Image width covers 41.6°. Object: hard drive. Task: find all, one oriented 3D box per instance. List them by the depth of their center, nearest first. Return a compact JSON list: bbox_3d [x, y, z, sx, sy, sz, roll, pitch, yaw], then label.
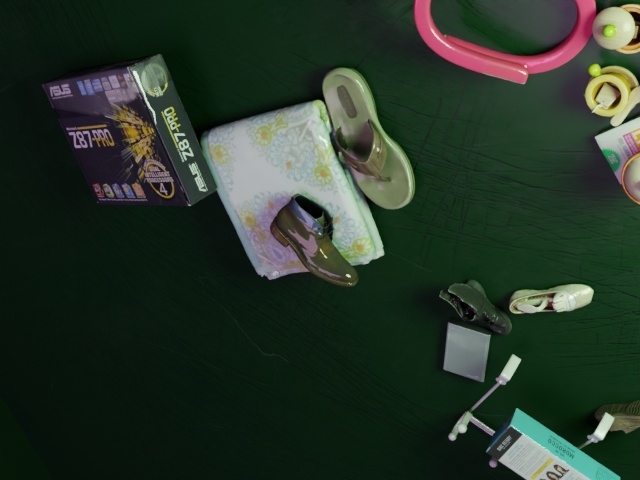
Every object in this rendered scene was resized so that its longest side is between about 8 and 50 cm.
[{"bbox_3d":[0.318,0.239,1.828,0.094,0.022,0.135,16,127,23],"label":"hard drive"}]

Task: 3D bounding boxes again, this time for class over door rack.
[{"bbox_3d":[0.427,0.411,1.791,0.239,0.108,0.324,32,141,9],"label":"over door rack"}]

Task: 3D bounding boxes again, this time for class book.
[{"bbox_3d":[0.549,-0.165,1.410,0.144,0.035,0.096,-26,100,42],"label":"book"}]

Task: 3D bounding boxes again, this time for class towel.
[{"bbox_3d":[-0.061,-0.098,1.800,0.321,0.090,0.374,-10,114,33],"label":"towel"}]

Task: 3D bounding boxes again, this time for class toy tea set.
[{"bbox_3d":[0.512,-0.203,1.312,0.200,0.124,0.336,-37,89,42],"label":"toy tea set"}]

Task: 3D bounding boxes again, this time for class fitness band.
[{"bbox_3d":[0.295,-0.371,1.357,0.291,0.054,0.209,16,127,-2],"label":"fitness band"}]

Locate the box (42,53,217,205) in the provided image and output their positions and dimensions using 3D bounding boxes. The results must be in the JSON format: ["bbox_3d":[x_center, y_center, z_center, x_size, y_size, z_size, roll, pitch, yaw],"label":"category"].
[{"bbox_3d":[-0.430,-0.234,1.875,0.395,0.097,0.318,5,121,46],"label":"box"}]

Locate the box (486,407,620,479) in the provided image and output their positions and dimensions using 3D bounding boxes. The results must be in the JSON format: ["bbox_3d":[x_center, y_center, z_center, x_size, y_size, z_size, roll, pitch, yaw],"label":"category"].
[{"bbox_3d":[0.468,0.452,1.699,0.244,0.060,0.100,34,127,7],"label":"box"}]

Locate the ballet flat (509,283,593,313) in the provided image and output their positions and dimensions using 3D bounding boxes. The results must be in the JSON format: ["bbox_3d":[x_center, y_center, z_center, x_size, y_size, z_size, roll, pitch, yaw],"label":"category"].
[{"bbox_3d":[0.450,0.122,1.647,0.168,0.052,0.057,-10,114,36],"label":"ballet flat"}]

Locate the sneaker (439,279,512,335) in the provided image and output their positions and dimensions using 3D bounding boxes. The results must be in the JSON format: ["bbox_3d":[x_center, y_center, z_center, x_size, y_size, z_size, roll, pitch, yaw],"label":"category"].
[{"bbox_3d":[0.319,0.146,1.719,0.170,0.089,0.051,51,132,-7],"label":"sneaker"}]

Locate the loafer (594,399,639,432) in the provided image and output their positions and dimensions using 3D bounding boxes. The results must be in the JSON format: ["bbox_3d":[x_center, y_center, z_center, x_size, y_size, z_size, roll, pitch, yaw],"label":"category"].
[{"bbox_3d":[0.628,0.356,1.695,0.148,0.056,0.050,-12,115,49],"label":"loafer"}]

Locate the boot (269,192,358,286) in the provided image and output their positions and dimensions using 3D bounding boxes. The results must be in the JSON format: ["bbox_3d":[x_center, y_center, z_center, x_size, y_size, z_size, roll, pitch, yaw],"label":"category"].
[{"bbox_3d":[0.000,0.000,1.716,0.219,0.082,0.106,36,133,7],"label":"boot"}]

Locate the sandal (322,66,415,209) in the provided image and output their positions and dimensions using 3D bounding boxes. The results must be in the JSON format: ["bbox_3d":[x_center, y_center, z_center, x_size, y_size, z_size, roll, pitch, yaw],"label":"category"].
[{"bbox_3d":[0.078,-0.188,1.640,0.120,0.086,0.302,-21,105,31],"label":"sandal"}]
